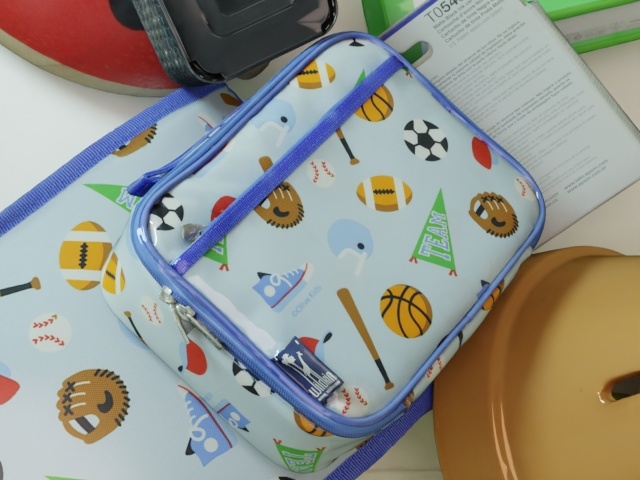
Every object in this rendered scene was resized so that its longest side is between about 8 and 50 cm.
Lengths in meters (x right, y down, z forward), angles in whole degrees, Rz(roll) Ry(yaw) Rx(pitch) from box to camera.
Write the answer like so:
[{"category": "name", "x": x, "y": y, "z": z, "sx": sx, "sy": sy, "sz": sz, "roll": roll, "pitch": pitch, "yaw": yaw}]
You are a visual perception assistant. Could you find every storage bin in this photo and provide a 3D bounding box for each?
[{"category": "storage bin", "x": -0.081, "y": -0.212, "z": 1.179, "sx": 0.122, "sy": 0.084, "sz": 0.180, "roll": -27, "pitch": 100, "yaw": -15}]

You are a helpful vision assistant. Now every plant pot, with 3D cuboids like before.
[{"category": "plant pot", "x": 0.257, "y": 0.129, "z": 1.212, "sx": 0.291, "sy": 0.203, "sz": 0.291, "roll": 14, "pitch": 67, "yaw": -35}]

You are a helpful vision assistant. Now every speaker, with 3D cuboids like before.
[{"category": "speaker", "x": 0.187, "y": -0.214, "z": 1.335, "sx": 0.296, "sy": 0.131, "sz": 0.131, "roll": -14, "pitch": 87, "yaw": -5}]

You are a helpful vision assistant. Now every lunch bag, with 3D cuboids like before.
[{"category": "lunch bag", "x": 0.000, "y": 0.000, "z": 1.140, "sx": 0.243, "sy": 0.115, "sz": 0.303, "roll": 45, "pitch": 54, "yaw": 1}, {"category": "lunch bag", "x": -0.120, "y": 0.100, "z": 1.230, "sx": 0.385, "sy": 0.239, "sz": 0.328, "roll": -40, "pitch": 88, "yaw": -18}]

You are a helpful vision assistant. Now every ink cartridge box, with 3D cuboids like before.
[{"category": "ink cartridge box", "x": 0.114, "y": -0.085, "z": 1.291, "sx": 0.223, "sy": 0.045, "sz": 0.224, "roll": -35, "pitch": 108, "yaw": 20}]

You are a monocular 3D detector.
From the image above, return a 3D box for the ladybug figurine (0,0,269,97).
[{"category": "ladybug figurine", "x": -0.195, "y": -0.307, "z": 1.295, "sx": 0.449, "sy": 0.162, "sz": 0.305, "roll": 44, "pitch": 84, "yaw": 0}]

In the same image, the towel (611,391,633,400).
[{"category": "towel", "x": 0.206, "y": 0.234, "z": 1.325, "sx": 0.102, "sy": 0.021, "sz": 0.237, "roll": 6, "pitch": 70, "yaw": -3}]
